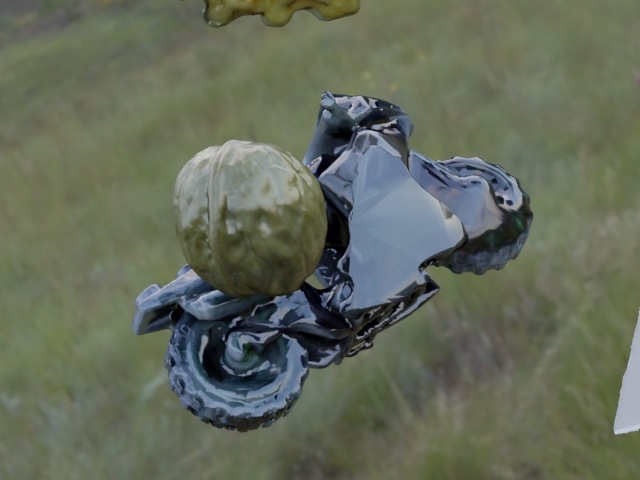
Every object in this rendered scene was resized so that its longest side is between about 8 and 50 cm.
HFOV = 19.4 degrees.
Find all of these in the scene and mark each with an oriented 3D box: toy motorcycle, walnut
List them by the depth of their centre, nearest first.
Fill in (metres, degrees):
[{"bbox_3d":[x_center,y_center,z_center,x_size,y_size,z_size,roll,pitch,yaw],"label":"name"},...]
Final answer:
[{"bbox_3d":[-0.038,-0.012,1.023,0.092,0.092,0.092,-27,15,8],"label":"walnut"},{"bbox_3d":[0.000,0.000,1.139,0.270,0.159,0.106,-30,-19,-29],"label":"toy motorcycle"}]

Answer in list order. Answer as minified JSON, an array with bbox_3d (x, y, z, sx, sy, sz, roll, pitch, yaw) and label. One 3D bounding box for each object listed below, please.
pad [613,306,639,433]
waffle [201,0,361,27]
[{"bbox_3d":[0.277,0.023,1.275,0.156,0.232,0.004,-11,34,-29],"label":"pad"},{"bbox_3d":[-0.039,-0.283,1.519,0.250,0.261,0.056,-15,40,12],"label":"waffle"}]
